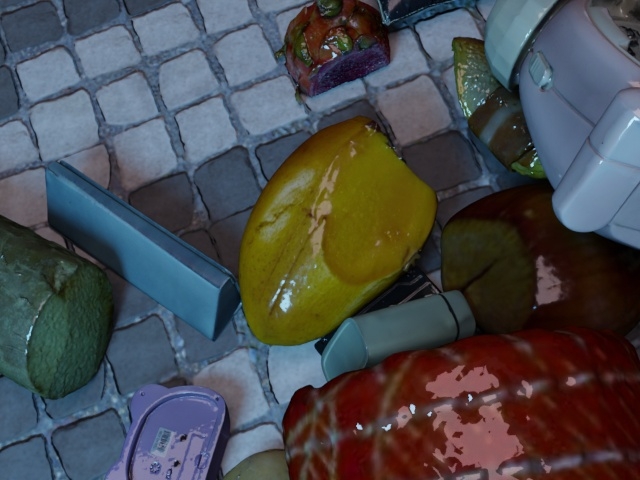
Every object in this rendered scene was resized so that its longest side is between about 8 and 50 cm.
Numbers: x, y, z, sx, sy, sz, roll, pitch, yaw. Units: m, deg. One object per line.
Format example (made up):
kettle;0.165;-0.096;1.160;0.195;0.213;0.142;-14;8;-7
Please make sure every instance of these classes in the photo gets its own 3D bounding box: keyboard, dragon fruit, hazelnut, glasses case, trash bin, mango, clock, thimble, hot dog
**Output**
keyboard;0.067;0.092;1.197;0.155;0.010;0.053;-37;69;-9
dragon fruit;0.016;-0.249;1.301;0.147;0.096;0.102;-21;70;-1
hazelnut;0.242;0.033;1.123;0.181;0.181;0.212;-47;51;26
glasses case;-0.207;0.002;1.231;0.266;0.105;0.056;32;49;17
trash bin;0.080;0.108;1.083;0.130;0.116;0.059;-12;62;-26
mango;0.000;0.000;1.179;0.187;0.138;0.257;45;82;2
clock;-0.164;0.233;1.143;0.110;0.050;0.152;12;69;11
clock;0.350;-0.137;1.093;0.342;0.184;0.325;18;39;-24
thimble;0.145;0.223;0.962;0.350;0.350;0.230;-10;70;2
hot dog;0.239;-0.129;1.219;0.123;0.093;0.261;-13;54;-42

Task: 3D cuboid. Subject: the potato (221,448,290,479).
potato;-0.050;0.296;1.074;0.109;0.118;0.178;11;49;-26

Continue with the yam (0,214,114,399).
yam;-0.371;0.054;1.188;0.268;0.161;0.161;26;72;18

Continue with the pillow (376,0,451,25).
pillow;0.157;-0.357;1.345;0.208;0.055;0.141;-15;65;-6
